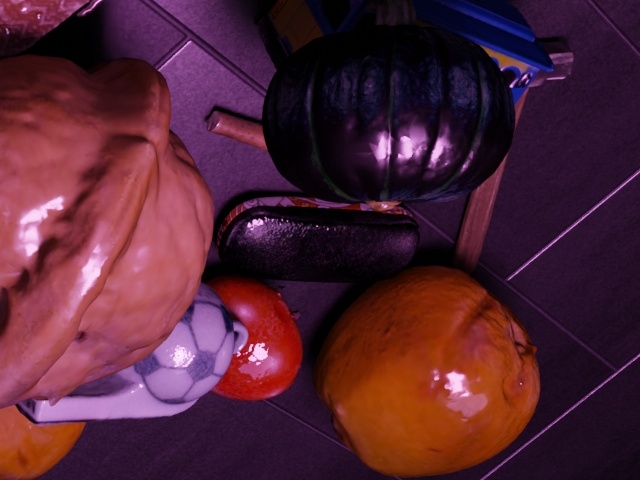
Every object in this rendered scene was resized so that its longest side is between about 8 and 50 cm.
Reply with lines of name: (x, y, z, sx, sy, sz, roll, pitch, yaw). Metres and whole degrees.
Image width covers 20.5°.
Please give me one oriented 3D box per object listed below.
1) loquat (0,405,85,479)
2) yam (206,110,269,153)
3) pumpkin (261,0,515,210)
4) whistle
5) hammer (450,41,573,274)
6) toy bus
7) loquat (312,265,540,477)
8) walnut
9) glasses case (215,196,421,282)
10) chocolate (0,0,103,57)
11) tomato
loquat: (-0.372, 0.179, 2.044, 0.234, 0.176, 0.187, 40, 72, -42)
yam: (-0.067, -0.117, 2.019, 0.145, 0.032, 0.032, 18, 121, -40)
pumpkin: (0.068, -0.151, 1.736, 0.248, 0.248, 0.248, -15, 136, -14)
whistle: (-0.199, 0.113, 1.972, 0.289, 0.163, 0.163, 0, 131, -39)
hammer: (0.215, -0.094, 2.188, 0.111, 0.043, 0.365, -9, 137, -22)
toy bus: (0.094, -0.211, 1.933, 0.287, 0.138, 0.175, 16, 123, -37)
loquat: (0.136, 0.177, 2.248, 0.284, 0.276, 0.276, -32, 138, 12)
walnut: (-0.292, -0.014, 1.768, 0.383, 0.383, 0.383, -15, 136, -14)
glasses case: (0.000, 0.000, 2.141, 0.266, 0.067, 0.103, 4, 128, -30)
chocolate: (-0.277, -0.284, 1.701, 0.214, 0.093, 0.148, -32, 136, 4)
tomato: (-0.102, 0.121, 2.141, 0.167, 0.167, 0.167, -15, 136, -14)
